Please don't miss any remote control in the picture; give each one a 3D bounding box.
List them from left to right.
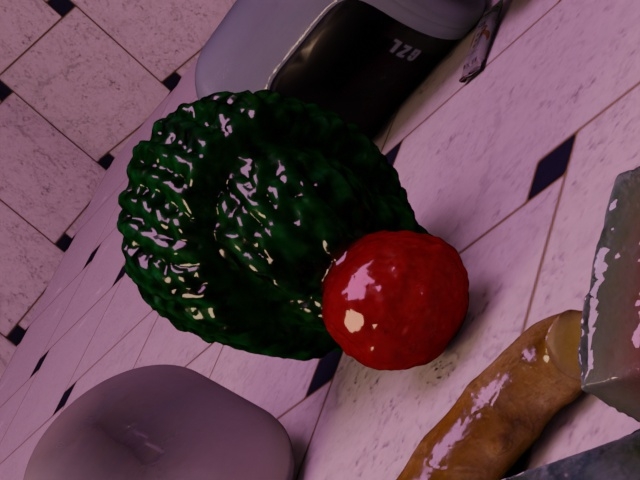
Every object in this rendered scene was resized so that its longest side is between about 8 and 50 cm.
[{"bbox_3d":[-0.158,0.220,1.480,0.221,0.103,0.332,-45,33,-18],"label":"remote control"}]

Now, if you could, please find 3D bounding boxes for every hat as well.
[{"bbox_3d":[0.000,0.000,1.358,0.332,0.274,0.242,23,110,53],"label":"hat"}]

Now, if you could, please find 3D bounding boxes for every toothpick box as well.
[{"bbox_3d":[-0.003,-0.232,1.867,0.354,0.263,0.263,-49,15,29],"label":"toothpick box"}]

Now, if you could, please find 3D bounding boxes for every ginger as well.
[{"bbox_3d":[0.086,0.164,1.050,0.299,0.065,0.118,-50,19,9],"label":"ginger"}]

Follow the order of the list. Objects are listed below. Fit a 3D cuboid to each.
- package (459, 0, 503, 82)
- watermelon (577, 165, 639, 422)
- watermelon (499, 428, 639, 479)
[{"bbox_3d":[0.175,-0.217,1.711,0.037,0.015,0.110,-30,30,49],"label":"package"},{"bbox_3d":[0.268,-0.004,0.769,0.257,0.140,0.193,-19,46,55],"label":"watermelon"},{"bbox_3d":[0.134,0.157,0.895,0.180,0.081,0.094,-26,-5,33],"label":"watermelon"}]
